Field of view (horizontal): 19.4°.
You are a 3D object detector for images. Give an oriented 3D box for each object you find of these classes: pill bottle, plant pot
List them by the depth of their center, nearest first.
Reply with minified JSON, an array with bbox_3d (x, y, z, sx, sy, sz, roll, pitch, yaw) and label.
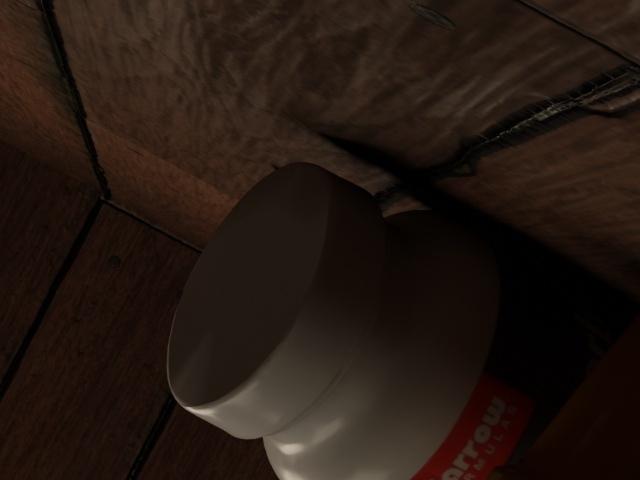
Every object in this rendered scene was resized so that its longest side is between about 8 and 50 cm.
[{"bbox_3d":[0.203,0.136,1.029,0.205,0.188,0.205,28,175,3],"label":"plant pot"},{"bbox_3d":[0.093,0.108,1.223,0.363,0.210,0.210,29,175,-27],"label":"pill bottle"}]
